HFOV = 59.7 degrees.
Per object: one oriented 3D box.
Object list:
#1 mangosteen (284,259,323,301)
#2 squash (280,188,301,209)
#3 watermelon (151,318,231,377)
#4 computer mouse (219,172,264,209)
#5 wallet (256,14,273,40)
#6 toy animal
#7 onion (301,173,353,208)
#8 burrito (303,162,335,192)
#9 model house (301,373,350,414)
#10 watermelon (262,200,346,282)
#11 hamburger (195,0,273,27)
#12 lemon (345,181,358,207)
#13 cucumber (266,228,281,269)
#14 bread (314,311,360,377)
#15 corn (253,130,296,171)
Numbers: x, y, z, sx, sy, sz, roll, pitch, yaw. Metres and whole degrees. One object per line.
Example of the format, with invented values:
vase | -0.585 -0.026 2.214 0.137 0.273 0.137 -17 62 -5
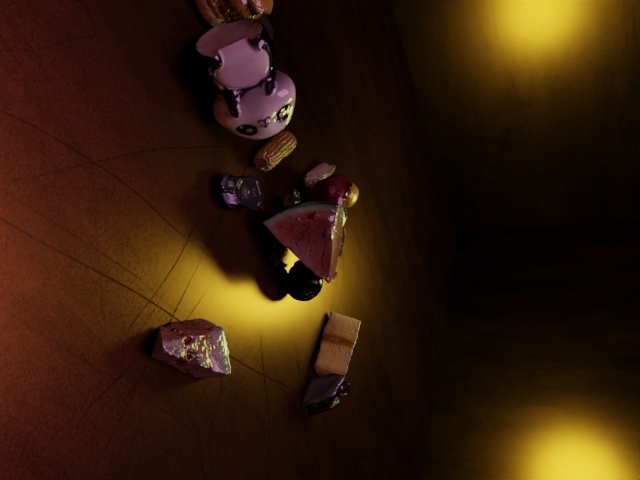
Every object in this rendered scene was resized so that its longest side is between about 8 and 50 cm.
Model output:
mangosteen | -0.061 0.129 1.876 0.137 0.137 0.151 53 10 -48
squash | -0.098 -0.113 1.893 0.090 0.075 0.200 -61 164 -23
watermelon | -0.319 0.258 1.363 0.241 0.095 0.154 23 58 -59
computer mouse | -0.236 -0.141 1.624 0.192 0.062 0.105 2 84 -58
wallet | -0.216 -0.619 1.781 0.165 0.042 0.309 44 47 -51
toy animal | -0.201 -0.435 1.563 0.310 0.251 0.251 72 27 -42
onion | 0.027 -0.136 2.031 0.161 0.248 0.248 38 42 -11
burrito | -0.003 -0.252 2.145 0.229 0.063 0.058 -45 165 -50
model house | 0.033 0.553 1.969 0.106 0.165 0.152 -94 162 -45
watermelon | 0.005 -0.032 1.813 0.319 0.222 0.292 45 12 -4
hamburger | -0.254 -0.729 1.593 0.244 0.163 0.244 41 42 -51
lemon | 0.101 -0.189 2.281 0.133 0.109 0.109 -57 136 -39
cucumber | -0.156 0.027 1.793 0.034 0.033 0.134 -23 107 -29
bread | 0.068 0.407 2.106 0.178 0.142 0.266 47 40 -29
corn | -0.147 -0.294 1.820 0.238 0.080 0.080 -51 130 -52
